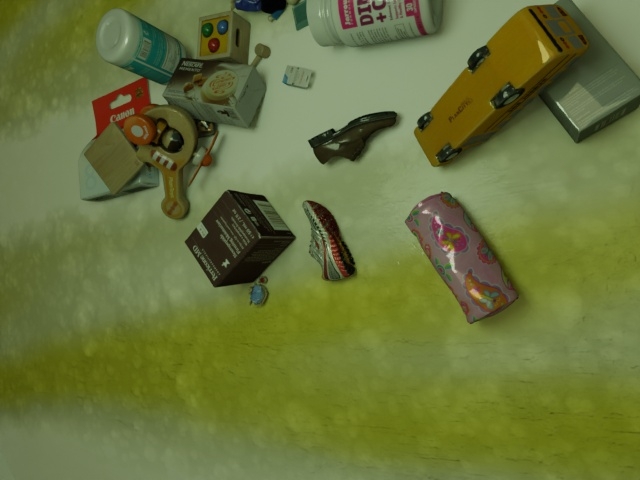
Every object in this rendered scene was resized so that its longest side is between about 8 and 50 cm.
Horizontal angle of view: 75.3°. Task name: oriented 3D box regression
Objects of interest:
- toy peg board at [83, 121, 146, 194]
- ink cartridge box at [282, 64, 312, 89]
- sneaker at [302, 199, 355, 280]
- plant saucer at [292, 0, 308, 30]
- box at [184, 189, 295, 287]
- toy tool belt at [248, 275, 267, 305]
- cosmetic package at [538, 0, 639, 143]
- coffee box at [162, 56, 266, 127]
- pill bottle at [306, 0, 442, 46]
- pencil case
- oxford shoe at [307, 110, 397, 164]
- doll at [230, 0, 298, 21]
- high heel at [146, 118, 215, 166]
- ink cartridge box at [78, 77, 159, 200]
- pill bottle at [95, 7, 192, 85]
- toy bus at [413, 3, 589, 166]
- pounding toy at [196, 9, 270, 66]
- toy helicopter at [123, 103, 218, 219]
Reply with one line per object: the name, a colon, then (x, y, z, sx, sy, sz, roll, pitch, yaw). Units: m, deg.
toy peg board: (-0.629, -0.260, 1.312, 0.161, 0.079, 0.160, -36, 90, 21)
ink cartridge box: (-0.057, -0.438, 1.118, 0.083, 0.028, 0.048, 23, 101, 26)
sneaker: (0.000, 0.000, 1.057, 0.093, 0.088, 0.225, -28, 77, 26)
plant saucer: (0.008, -0.627, 1.091, 0.192, 0.018, 0.067, -14, 83, 28)
box: (-0.216, -0.003, 1.125, 0.203, 0.167, 0.168, -46, 71, 20)
toy tool belt: (-0.177, 0.143, 1.170, 0.052, 0.051, 0.083, 18, 98, 27)
cosmetic package: (0.481, -0.324, 0.796, 0.127, 0.107, 0.237, -33, 72, 24)
coffee box: (-0.299, -0.419, 1.171, 0.247, 0.098, 0.141, 16, 74, 21)
pill bottle: (0.122, -0.538, 0.950, 0.283, 0.160, 0.160, 3, 92, 28)
pencil case: (0.294, 0.031, 0.889, 0.124, 0.124, 0.284, -37, 73, 23)
oxford shoe: (0.089, -0.251, 1.026, 0.227, 0.083, 0.096, -18, 104, 25)
doll: (-0.152, -0.663, 1.124, 0.189, 0.129, 0.046, 5, 54, 3)
high heel: (-0.440, -0.303, 1.287, 0.186, 0.093, 0.261, 40, 104, 22)
ink cartridge box: (-0.712, -0.348, 1.431, 0.308, 0.091, 0.384, -9, 87, 27)
pill bottle: (-0.499, -0.550, 1.219, 0.146, 0.264, 0.146, 0, 89, 27)
toy bus: (0.323, -0.280, 0.809, 0.108, 0.130, 0.332, 63, 153, 13)
pounding toy: (-0.253, -0.547, 1.185, 0.206, 0.094, 0.180, 6, 93, 28)
toy helicopter: (-0.426, -0.222, 1.237, 0.235, 0.140, 0.354, 6, 122, -2)
